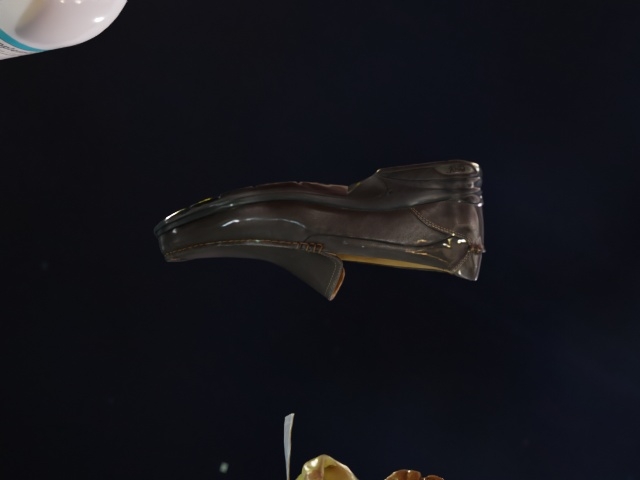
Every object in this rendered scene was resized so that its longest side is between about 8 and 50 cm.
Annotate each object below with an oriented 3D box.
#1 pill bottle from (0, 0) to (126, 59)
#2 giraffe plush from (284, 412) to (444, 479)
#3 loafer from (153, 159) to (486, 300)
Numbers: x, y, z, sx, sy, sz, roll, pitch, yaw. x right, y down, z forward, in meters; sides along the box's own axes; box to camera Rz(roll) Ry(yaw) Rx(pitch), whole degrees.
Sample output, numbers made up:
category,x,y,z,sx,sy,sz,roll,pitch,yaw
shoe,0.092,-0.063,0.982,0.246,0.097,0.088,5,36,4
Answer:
category,x,y,z,sx,sy,sz,roll,pitch,yaw
pill bottle,-0.208,-0.175,1.029,0.264,0.146,0.146,-7,-159,29
giraffe plush,0.047,0.255,1.466,0.170,0.210,0.181,6,180,-14
loafer,0.000,0.000,0.896,0.170,0.061,0.062,-8,177,11
